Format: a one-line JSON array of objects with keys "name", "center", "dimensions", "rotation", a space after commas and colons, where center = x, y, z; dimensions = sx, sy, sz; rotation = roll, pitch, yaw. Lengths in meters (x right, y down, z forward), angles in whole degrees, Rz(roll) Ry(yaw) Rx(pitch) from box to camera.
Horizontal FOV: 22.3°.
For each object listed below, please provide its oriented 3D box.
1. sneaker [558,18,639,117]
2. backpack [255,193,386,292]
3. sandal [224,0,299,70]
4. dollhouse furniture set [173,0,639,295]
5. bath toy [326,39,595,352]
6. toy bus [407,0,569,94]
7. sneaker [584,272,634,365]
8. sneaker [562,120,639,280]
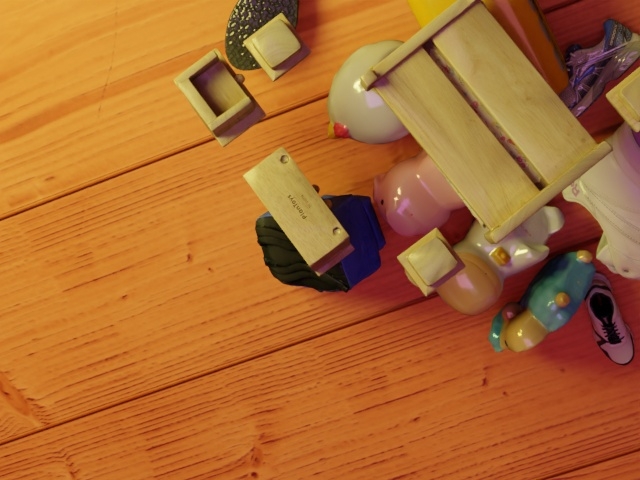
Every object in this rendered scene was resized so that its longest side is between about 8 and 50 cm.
[{"name": "sneaker", "center": [0.263, -0.168, 1.637], "dimensions": [0.058, 0.052, 0.135], "rotation": [44, 103, 0]}, {"name": "backpack", "center": [0.000, 0.000, 1.704], "dimensions": [0.120, 0.101, 0.098], "rotation": [-3, 110, 43]}, {"name": "sandal", "center": [-0.048, -0.256, 1.646], "dimensions": [0.067, 0.040, 0.179], "rotation": [17, 98, -6]}, {"name": "dollhouse furniture set", "center": [0.092, -0.133, 1.539], "dimensions": [0.355, 0.174, 0.303], "rotation": [-37, 87, -1]}, {"name": "bath toy", "center": [0.122, -0.044, 1.662], "dimensions": [0.348, 0.151, 0.129], "rotation": [50, 145, -12]}, {"name": "toy bus", "center": [0.119, -0.282, 1.560], "dimensions": [0.108, 0.130, 0.333], "rotation": [-25, 106, 15]}, {"name": "sneaker", "center": [0.305, 0.090, 1.729], "dimensions": [0.040, 0.044, 0.109], "rotation": [-23, 108, 13]}, {"name": "sneaker", "center": [0.379, 0.004, 1.670], "dimensions": [0.305, 0.114, 0.152], "rotation": [44, 130, -11]}]
